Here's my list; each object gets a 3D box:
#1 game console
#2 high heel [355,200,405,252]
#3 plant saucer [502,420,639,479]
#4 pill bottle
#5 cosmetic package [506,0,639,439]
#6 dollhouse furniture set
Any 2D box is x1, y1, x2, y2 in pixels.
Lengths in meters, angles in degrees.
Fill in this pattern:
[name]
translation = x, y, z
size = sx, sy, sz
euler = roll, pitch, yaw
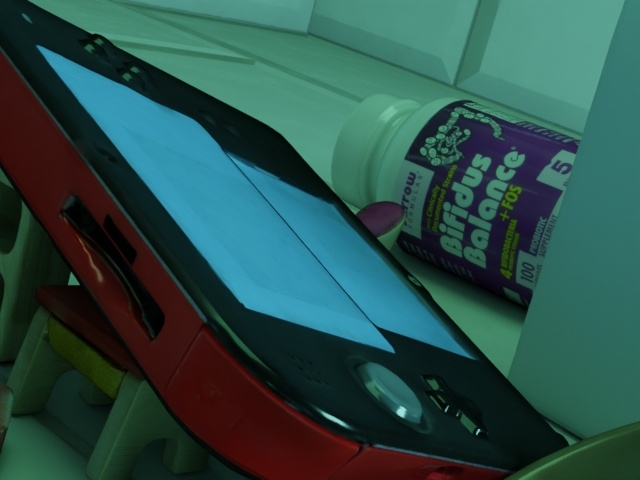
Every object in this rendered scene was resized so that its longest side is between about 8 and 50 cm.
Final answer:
[game console]
translation = -0.030, 0.004, 0.746
size = 0.342, 0.060, 0.386
euler = 16, 27, -51
[high heel]
translation = 0.000, 0.000, 1.075
size = 0.117, 0.082, 0.244
euler = 27, 28, 3
[plant saucer]
translation = 0.169, 0.145, 0.539
size = 0.277, 0.041, 0.278
euler = -17, 13, 4
[pill bottle]
translation = 0.162, -0.044, 1.234
size = 0.301, 0.169, 0.169
euler = 25, 17, 33
[cosmetic package]
translation = 0.416, 0.028, 0.912
size = 0.393, 0.328, 0.329
euler = 1, 20, -42
[dollhouse furniture set]
translation = -0.234, -0.010, 0.706
size = 0.374, 0.152, 0.201
euler = 28, 18, 39
